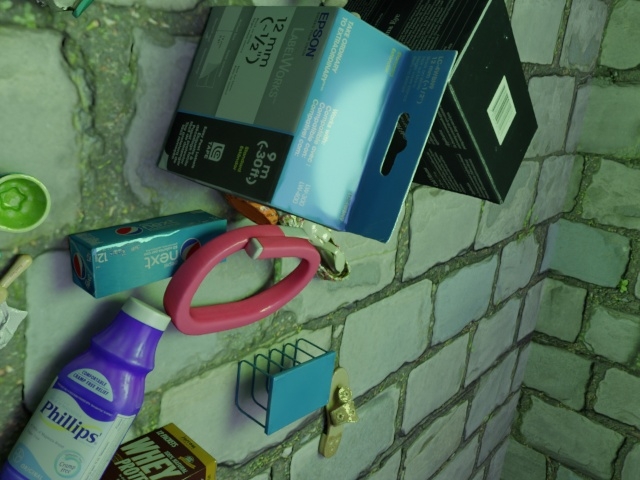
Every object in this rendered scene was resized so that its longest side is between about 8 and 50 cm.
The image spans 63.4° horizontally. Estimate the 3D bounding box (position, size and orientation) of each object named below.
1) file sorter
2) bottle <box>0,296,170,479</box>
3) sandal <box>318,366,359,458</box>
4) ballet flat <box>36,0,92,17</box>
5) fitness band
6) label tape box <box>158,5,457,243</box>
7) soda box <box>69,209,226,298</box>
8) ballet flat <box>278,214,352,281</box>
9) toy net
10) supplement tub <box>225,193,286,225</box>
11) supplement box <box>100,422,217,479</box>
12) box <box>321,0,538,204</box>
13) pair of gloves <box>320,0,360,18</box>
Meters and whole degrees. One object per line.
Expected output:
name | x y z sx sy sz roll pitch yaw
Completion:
file sorter | -0.069 0.275 1.016 0.170 0.104 0.118 -10 113 -47
bottle | -0.304 0.215 0.700 0.283 0.118 0.092 -61 174 -10
sandal | 0.059 0.429 1.253 0.088 0.079 0.240 -6 110 -49
ballet flat | -0.155 -0.390 0.501 0.408 0.147 0.147 -36 139 7
fitness band | -0.115 0.067 0.836 0.209 0.054 0.290 -51 154 21
label tape box | -0.035 -0.164 0.672 0.115 0.347 0.249 20 90 -51
soda box | -0.236 0.013 0.735 0.210 0.067 0.071 -17 118 -45
ballet flat | 0.000 0.000 1.003 0.091 0.077 0.241 -54 138 -18
toy net | -0.384 0.034 0.586 0.122 0.045 0.232 -3 108 -50
supplement tub | -0.064 -0.121 0.843 0.190 0.117 0.117 -57 140 -15
supplement box | -0.283 0.430 0.807 0.194 0.129 0.192 -9 112 -48
box | 0.173 -0.251 0.912 0.343 0.312 0.179 42 72 -50
pair of gloves | 0.025 -0.349 0.782 0.240 0.204 0.042 -65 154 -6
